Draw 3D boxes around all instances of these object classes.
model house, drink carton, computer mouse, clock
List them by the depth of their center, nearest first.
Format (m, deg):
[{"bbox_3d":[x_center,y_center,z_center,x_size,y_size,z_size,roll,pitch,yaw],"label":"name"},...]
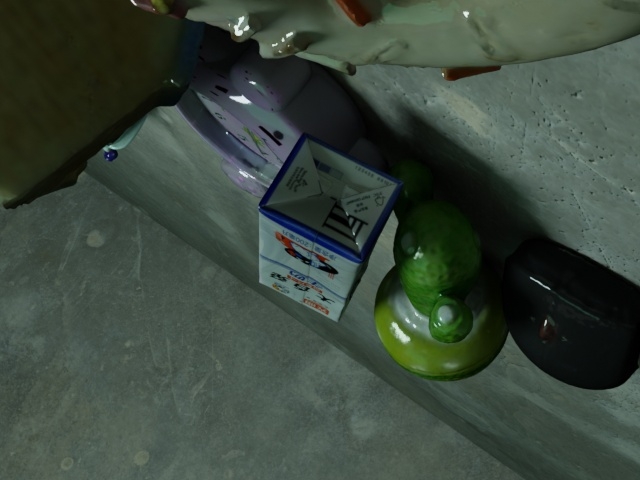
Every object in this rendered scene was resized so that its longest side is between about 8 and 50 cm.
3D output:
[{"bbox_3d":[-0.282,-0.274,0.857,0.382,0.343,0.334,50,174,-11],"label":"model house"},{"bbox_3d":[0.000,0.000,1.051,0.131,0.106,0.315,29,162,4],"label":"drink carton"},{"bbox_3d":[0.299,0.110,1.057,0.170,0.100,0.269,29,165,28],"label":"computer mouse"},{"bbox_3d":[-0.079,-0.162,1.120,0.322,0.113,0.295,21,159,52],"label":"clock"}]

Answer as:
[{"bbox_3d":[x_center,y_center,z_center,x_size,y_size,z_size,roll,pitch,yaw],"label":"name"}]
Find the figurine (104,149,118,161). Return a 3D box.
[{"bbox_3d":[-0.511,-0.318,1.647,0.382,0.186,0.261,38,174,-20],"label":"figurine"}]

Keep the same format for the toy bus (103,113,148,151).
[{"bbox_3d":[-0.372,-0.225,1.252,0.276,0.133,0.165,23,170,34],"label":"toy bus"}]

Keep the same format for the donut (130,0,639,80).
[{"bbox_3d":[0.023,-0.178,0.367,0.383,0.142,0.382,9,174,1],"label":"donut"}]

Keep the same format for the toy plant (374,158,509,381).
[{"bbox_3d":[0.143,0.053,1.093,0.316,0.185,0.224,65,-169,-57],"label":"toy plant"}]
